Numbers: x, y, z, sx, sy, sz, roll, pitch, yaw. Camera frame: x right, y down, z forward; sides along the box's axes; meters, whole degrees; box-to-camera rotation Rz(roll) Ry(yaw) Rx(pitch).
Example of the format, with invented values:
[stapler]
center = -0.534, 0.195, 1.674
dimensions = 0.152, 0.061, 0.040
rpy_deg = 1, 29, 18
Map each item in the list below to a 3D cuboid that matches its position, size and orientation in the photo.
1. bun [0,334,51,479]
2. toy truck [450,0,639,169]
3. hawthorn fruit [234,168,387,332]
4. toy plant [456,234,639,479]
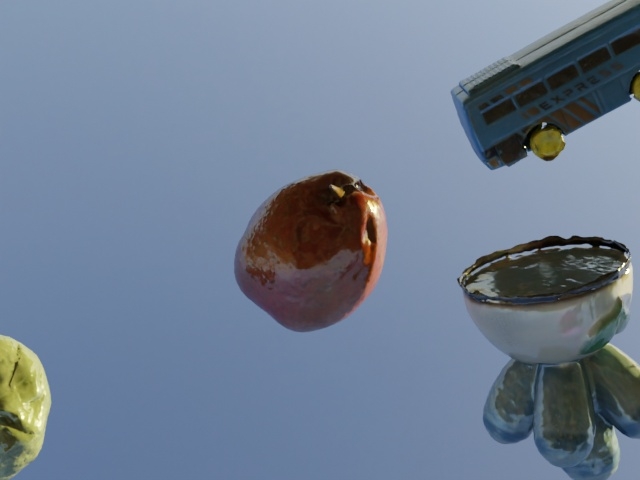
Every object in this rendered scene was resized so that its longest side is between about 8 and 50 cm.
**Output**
[bun]
center = -0.461, 0.218, 1.219
dimensions = 0.204, 0.126, 0.212
rpy_deg = -7, -116, -3
[toy truck]
center = 0.414, -0.264, 1.544
dimensions = 0.385, 0.162, 0.161
rpy_deg = -28, -161, 9
[hawthorn fruit]
center = 0.000, 0.000, 1.281
dimensions = 0.210, 0.262, 0.210
rpy_deg = 12, -126, -16
[toy plant]
center = 0.334, 0.181, 1.271
dimensions = 0.247, 0.332, 0.247
rpy_deg = -13, -167, 3
